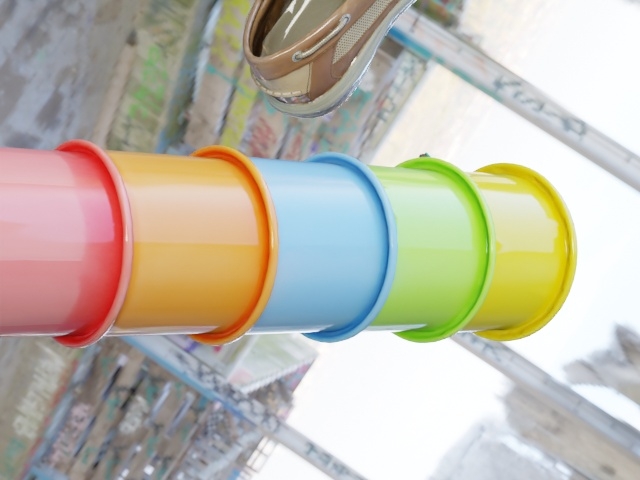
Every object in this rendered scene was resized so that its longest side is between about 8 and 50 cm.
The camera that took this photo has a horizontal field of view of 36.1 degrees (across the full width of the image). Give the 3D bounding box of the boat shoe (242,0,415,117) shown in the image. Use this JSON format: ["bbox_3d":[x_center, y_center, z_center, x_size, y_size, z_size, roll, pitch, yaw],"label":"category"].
[{"bbox_3d":[0.037,-0.264,0.872,0.324,0.123,0.116,-62,154,-1],"label":"boat shoe"}]

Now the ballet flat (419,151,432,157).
[{"bbox_3d":[0.117,-0.034,0.916,0.041,0.114,0.041,-28,-141,25],"label":"ballet flat"}]

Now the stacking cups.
[{"bbox_3d":[-0.022,0.009,0.415,0.316,0.096,0.096,-1,134,-41],"label":"stacking cups"}]
